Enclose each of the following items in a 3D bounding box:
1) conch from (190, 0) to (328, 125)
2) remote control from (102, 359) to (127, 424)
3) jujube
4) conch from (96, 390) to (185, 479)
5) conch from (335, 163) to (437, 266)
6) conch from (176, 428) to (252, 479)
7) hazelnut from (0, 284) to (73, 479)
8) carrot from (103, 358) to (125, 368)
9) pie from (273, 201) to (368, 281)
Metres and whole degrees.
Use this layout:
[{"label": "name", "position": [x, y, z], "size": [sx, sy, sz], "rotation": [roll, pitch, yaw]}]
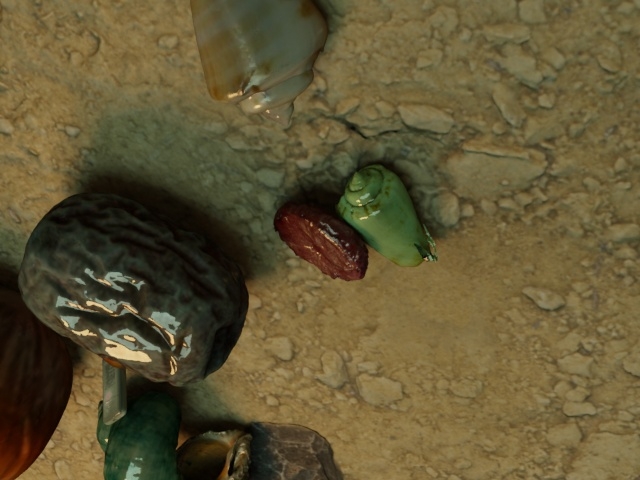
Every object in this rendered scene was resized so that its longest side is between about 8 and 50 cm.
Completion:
[{"label": "conch", "position": [-0.088, -0.242, 1.261], "size": [0.158, 0.127, 0.255], "rotation": [-18, 123, 26]}, {"label": "remote control", "position": [-0.324, 0.226, 1.703], "size": [0.018, 0.124, 0.053], "rotation": [26, 131, -38]}, {"label": "jujube", "position": [-0.255, 0.061, 1.490], "size": [0.317, 0.226, 0.226], "rotation": [27, 129, 2]}, {"label": "conch", "position": [-0.291, 0.329, 1.728], "size": [0.134, 0.202, 0.196], "rotation": [17, 116, -33]}, {"label": "conch", "position": [0.080, -0.024, 1.419], "size": [0.105, 0.079, 0.170], "rotation": [-10, 127, 39]}, {"label": "conch", "position": [-0.180, 0.391, 1.777], "size": [0.155, 0.130, 0.207], "rotation": [18, 117, -13]}, {"label": "hazelnut", "position": [-0.565, 0.228, 1.675], "size": [0.372, 0.315, 0.372], "rotation": [-7, 116, -15]}, {"label": "carrot", "position": [-0.336, 0.106, 1.640], "size": [0.087, 0.087, 0.193], "rotation": [-22, 112, 30]}, {"label": "pie", "position": [0.000, 0.000, 1.444], "size": [0.154, 0.036, 0.154], "rotation": [31, 159, 13]}]
